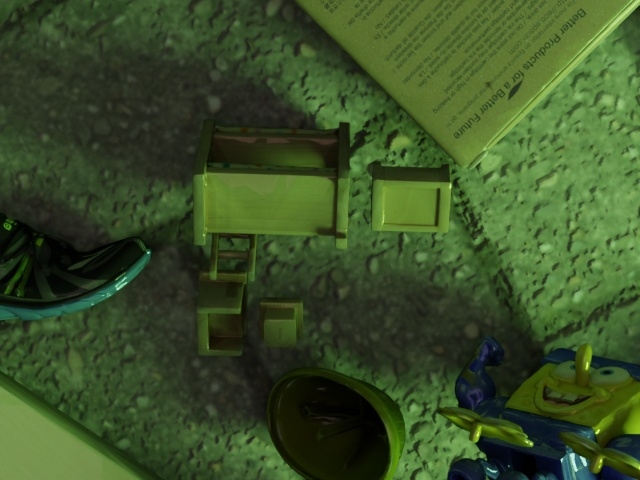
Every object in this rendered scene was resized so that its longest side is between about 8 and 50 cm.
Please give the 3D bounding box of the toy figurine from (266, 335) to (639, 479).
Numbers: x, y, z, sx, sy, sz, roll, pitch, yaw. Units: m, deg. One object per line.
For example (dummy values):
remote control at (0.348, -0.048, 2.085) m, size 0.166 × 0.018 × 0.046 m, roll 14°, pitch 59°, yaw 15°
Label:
toy figurine at (0.163, 0.161, 1.116) m, size 0.362 × 0.217 × 0.191 m, roll 8°, pitch 117°, yaw 43°

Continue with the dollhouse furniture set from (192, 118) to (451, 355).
dollhouse furniture set at (0.000, 0.000, 1.135) m, size 0.182 × 0.101 × 0.161 m, roll 2°, pitch 120°, yaw 0°

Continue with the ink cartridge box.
ink cartridge box at (0.121, -0.200, 1.083) m, size 0.234 × 0.088 × 0.193 m, roll -44°, pitch 91°, yaw 10°

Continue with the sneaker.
sneaker at (-0.222, 0.017, 1.134) m, size 0.188 × 0.067 × 0.078 m, roll -5°, pitch 102°, yaw 4°

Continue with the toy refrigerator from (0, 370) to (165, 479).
toy refrigerator at (-0.168, 0.213, 1.141) m, size 0.269 × 0.094 × 0.102 m, roll 34°, pitch 86°, yaw -3°
